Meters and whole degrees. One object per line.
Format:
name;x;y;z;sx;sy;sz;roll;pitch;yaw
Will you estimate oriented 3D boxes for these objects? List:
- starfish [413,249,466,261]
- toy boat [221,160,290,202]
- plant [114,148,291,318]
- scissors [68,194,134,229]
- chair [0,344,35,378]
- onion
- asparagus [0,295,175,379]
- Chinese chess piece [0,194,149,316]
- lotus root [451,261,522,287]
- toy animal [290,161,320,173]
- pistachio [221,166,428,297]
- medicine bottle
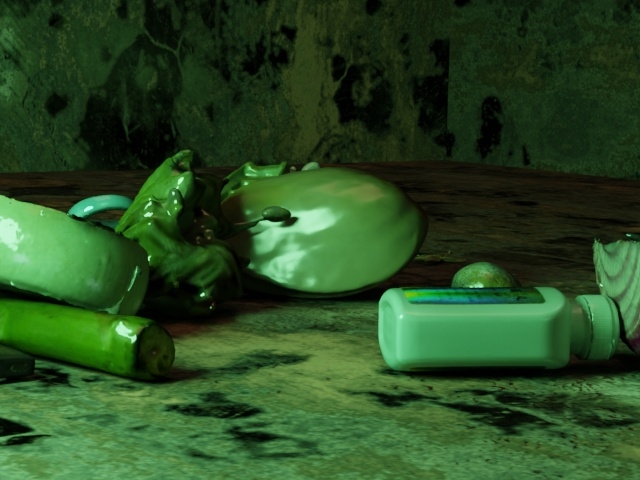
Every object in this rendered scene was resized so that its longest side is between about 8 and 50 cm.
starfish;0.178;0.027;2.171;0.092;0.016;0.086;4;9;2
toy boat;-0.135;-0.050;2.308;0.111;0.084;0.276;4;23;22
plant;-0.224;0.048;1.738;0.333;0.180;0.251;-36;8;27
scissors;-0.231;0.006;1.982;0.393;0.032;0.180;9;-33;-44
chair;-0.481;0.014;1.259;0.416;0.241;0.203;-5;7;-35
onion;0.385;0.087;1.418;0.247;0.111;0.250;25;-3;0
asparagus;-0.254;0.091;1.401;0.277;0.060;0.067;6;7;37
Chinese chess piece;-0.297;0.025;1.514;0.237;0.092;0.238;14;-13;3
lotus root;0.190;0.065;1.620;0.088;0.088;0.165;2;-3;5
toy animal;-0.077;-0.079;2.470;0.220;0.131;0.103;11;-12;32
pistachio;0.000;0.000;1.847;0.288;0.197;0.166;-10;-39;10
medicine bottle;0.178;0.087;1.409;0.228;0.083;0.121;-1;5;-7
